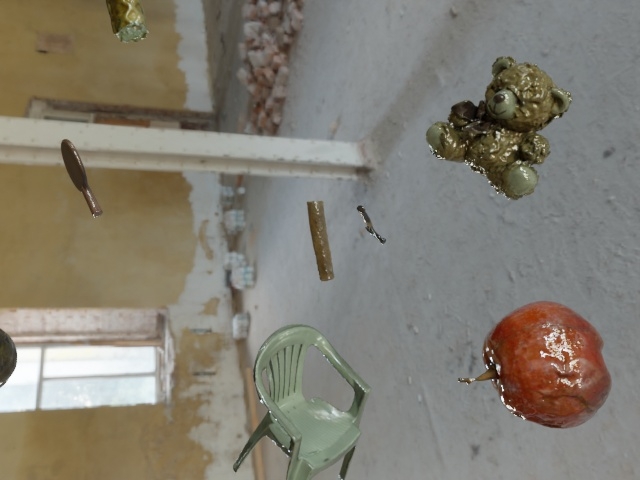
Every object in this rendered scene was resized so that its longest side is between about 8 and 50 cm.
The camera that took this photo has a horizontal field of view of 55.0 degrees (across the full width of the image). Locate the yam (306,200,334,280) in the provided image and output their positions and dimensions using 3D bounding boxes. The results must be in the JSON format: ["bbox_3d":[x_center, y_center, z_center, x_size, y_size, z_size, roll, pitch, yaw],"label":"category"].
[{"bbox_3d":[0.000,0.000,1.097,0.032,0.032,0.145,-170,70,-72],"label":"yam"}]

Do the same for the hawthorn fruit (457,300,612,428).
[{"bbox_3d":[0.397,0.241,1.175,0.242,0.272,0.241,176,90,-89],"label":"hawthorn fruit"}]

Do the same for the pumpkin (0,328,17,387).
[{"bbox_3d":[-0.712,0.243,1.199,0.218,0.219,0.162,110,151,-43],"label":"pumpkin"}]

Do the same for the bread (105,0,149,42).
[{"bbox_3d":[-0.509,-0.641,1.560,0.098,0.087,0.269,110,144,-82],"label":"bread"}]

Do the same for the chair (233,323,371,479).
[{"bbox_3d":[-0.038,0.310,1.059,0.191,0.204,0.274,36,121,28],"label":"chair"}]

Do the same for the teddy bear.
[{"bbox_3d":[0.388,-0.245,1.282,0.267,0.156,0.256,38,120,25],"label":"teddy bear"}]

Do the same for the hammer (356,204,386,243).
[{"bbox_3d":[0.149,-0.055,1.908,0.078,0.021,0.201,42,174,34],"label":"hammer"}]

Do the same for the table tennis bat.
[{"bbox_3d":[-0.518,-0.107,1.199,0.169,0.119,0.107,61,149,9],"label":"table tennis bat"}]
